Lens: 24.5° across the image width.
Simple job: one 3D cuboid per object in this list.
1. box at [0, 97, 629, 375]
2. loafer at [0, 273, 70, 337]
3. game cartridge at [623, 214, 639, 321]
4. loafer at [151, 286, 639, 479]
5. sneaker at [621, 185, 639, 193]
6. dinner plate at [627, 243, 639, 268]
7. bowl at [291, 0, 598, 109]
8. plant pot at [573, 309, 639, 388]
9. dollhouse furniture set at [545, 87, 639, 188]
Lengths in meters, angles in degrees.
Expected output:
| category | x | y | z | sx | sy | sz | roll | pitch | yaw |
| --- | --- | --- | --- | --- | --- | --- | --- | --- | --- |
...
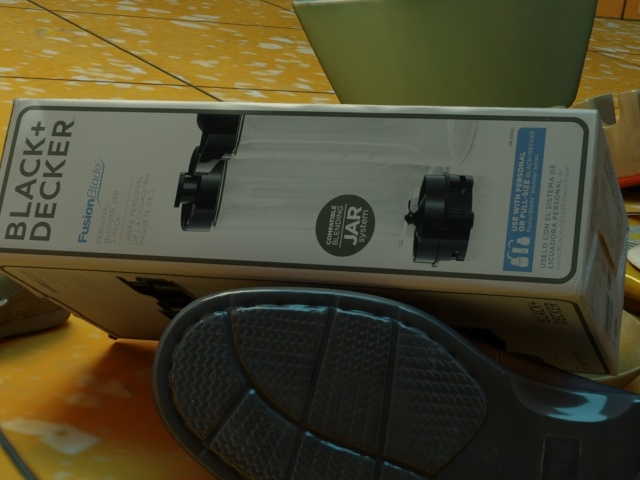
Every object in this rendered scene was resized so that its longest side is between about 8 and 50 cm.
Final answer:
| category | x | y | z | sx | sy | sz | roll | pitch | yaw |
| --- | --- | --- | --- | --- | --- | --- | --- | --- | --- |
| box | 0.000 | 0.000 | 0.737 | 0.289 | 0.087 | 0.169 | 2 | -16 | 19 |
| loafer | -0.193 | 0.030 | 0.806 | 0.056 | 0.050 | 0.148 | 16 | 17 | 25 |
| game cartridge | 0.320 | 0.036 | 1.068 | 0.323 | 0.053 | 0.285 | -6 | 21 | -41 |
| loafer | 0.071 | 0.094 | 0.668 | 0.302 | 0.109 | 0.095 | 14 | -5 | -3 |
| sneaker | 0.290 | -0.071 | 1.422 | 0.192 | 0.064 | 0.086 | 7 | 15 | 15 |
| dinner plate | 0.278 | 0.018 | 0.994 | 0.141 | 0.017 | 0.141 | 10 | 13 | -3 |
| bowl | 0.136 | -0.182 | 1.461 | 0.311 | 0.163 | 0.311 | -9 | 13 | 2 |
| plant pot | 0.085 | 0.055 | 0.906 | 0.236 | 0.032 | 0.236 | 8 | 14 | -2 |
| dollhouse furniture set | 0.313 | -0.071 | 1.226 | 0.262 | 0.135 | 0.259 | -11 | 5 | 45 |
